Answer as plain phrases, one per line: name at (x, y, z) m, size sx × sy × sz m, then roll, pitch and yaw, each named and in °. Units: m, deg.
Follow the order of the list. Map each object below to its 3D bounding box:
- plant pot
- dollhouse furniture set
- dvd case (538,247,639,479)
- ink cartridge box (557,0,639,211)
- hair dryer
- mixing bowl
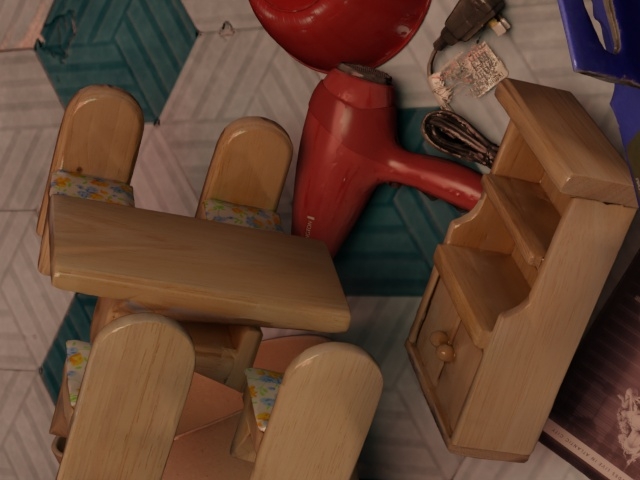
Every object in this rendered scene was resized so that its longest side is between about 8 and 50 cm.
plant pot at (-0.066, 0.256, 1.321) m, size 0.257 × 0.256 × 0.274 m, roll -14°, pitch 100°, yaw 29°
dollhouse furniture set at (0.000, 0.000, 1.143) m, size 0.362 × 0.394 × 0.256 m, roll -110°, pitch 34°, yaw -59°
dvd case at (0.288, 0.113, 1.225) m, size 0.164 × 0.018 × 0.221 m, roll 36°, pitch 107°, yaw 23°
ink cartridge box at (0.310, -0.142, 0.875) m, size 0.396 × 0.151 × 0.270 m, roll -7°, pitch 74°, yaw -10°
hair dryer at (0.077, -0.063, 1.306) m, size 0.294 × 0.080 × 0.223 m, roll -33°, pitch 76°, yaw 26°
mixing bowl at (0.000, -0.238, 1.336) m, size 0.181 × 0.098 × 0.181 m, roll 1°, pitch 92°, yaw 29°
